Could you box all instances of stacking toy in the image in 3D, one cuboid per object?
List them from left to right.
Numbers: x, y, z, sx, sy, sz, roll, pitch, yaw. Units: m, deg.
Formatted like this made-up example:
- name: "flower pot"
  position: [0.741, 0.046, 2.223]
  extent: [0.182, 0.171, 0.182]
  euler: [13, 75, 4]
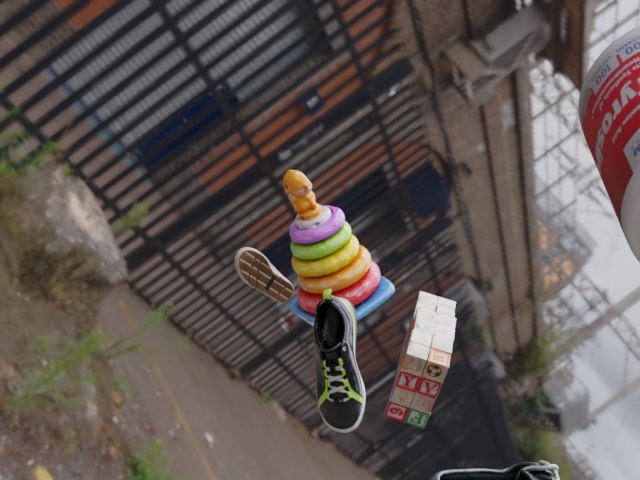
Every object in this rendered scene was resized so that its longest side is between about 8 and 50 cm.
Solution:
- name: "stacking toy"
  position: [0.000, 0.000, 1.723]
  extent: [0.175, 0.166, 0.301]
  euler: [20, -41, 54]

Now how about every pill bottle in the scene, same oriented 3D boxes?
- name: "pill bottle"
  position: [0.454, -0.086, 1.125]
  extent: [0.229, 0.229, 0.407]
  euler: [54, 21, -28]

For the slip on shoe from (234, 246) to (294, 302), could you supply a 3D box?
- name: "slip on shoe"
  position: [-0.093, 0.050, 1.473]
  extent: [0.041, 0.051, 0.135]
  euler: [30, -6, 46]

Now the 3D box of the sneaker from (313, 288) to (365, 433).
- name: "sneaker"
  position: [0.017, 0.198, 1.560]
  extent: [0.097, 0.084, 0.234]
  euler: [31, 51, -68]

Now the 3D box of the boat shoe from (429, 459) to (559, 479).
- name: "boat shoe"
  position: [0.242, 0.304, 1.073]
  extent: [0.320, 0.099, 0.116]
  euler: [4, 23, -25]

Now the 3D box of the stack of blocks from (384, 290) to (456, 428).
- name: "stack of blocks"
  position: [0.221, 0.229, 2.008]
  extent: [0.087, 0.171, 0.297]
  euler: [18, 31, 4]
